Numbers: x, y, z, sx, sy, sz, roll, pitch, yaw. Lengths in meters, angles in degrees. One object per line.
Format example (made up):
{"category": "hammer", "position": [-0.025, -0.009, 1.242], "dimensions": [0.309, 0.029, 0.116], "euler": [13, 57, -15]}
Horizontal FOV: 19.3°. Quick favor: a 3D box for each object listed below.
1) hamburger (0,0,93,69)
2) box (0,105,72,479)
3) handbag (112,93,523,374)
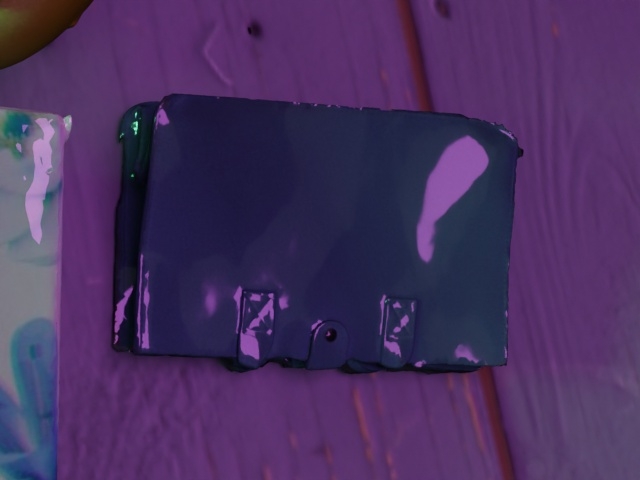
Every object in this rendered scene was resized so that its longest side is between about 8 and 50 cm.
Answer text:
{"category": "hamburger", "position": [-0.166, -0.204, 0.838], "dimensions": [0.212, 0.274, 0.274], "euler": [18, 73, -18]}
{"category": "box", "position": [-0.258, 0.039, 0.835], "dimensions": [0.274, 0.116, 0.203], "euler": [5, 78, -25]}
{"category": "handbag", "position": [0.000, 0.000, 1.009], "dimensions": [0.221, 0.057, 0.144], "euler": [4, 86, -27]}
